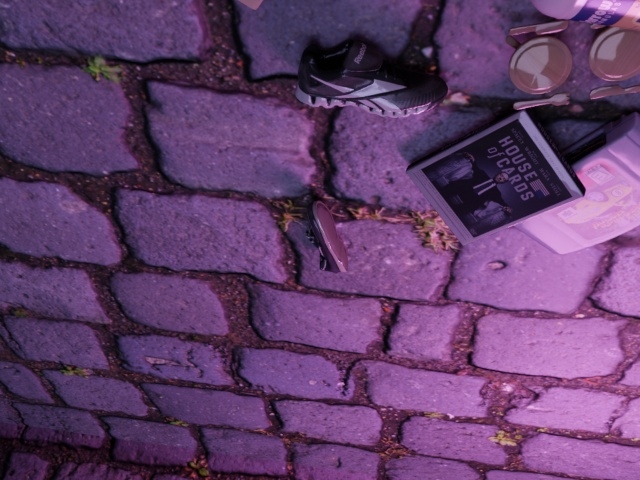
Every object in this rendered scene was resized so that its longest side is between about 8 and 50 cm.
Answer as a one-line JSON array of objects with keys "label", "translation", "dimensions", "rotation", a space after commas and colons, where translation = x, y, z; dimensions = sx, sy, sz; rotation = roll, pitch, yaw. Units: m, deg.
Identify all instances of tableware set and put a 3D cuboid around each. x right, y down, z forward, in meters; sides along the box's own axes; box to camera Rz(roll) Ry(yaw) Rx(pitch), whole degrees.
[{"label": "tableware set", "translation": [0.363, -0.261, 1.023], "dimensions": [0.194, 0.039, 0.128], "rotation": [-6, 128, 11]}]

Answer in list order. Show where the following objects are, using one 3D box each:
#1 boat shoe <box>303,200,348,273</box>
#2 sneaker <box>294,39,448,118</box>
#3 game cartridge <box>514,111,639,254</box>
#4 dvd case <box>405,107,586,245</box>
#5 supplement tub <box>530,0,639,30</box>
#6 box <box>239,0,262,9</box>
[{"label": "boat shoe", "translation": [0.000, 0.000, 1.408], "dimensions": [0.064, 0.075, 0.206], "rotation": [-7, 144, 16]}, {"label": "sneaker", "translation": [0.073, -0.245, 1.076], "dimensions": [0.234, 0.078, 0.106], "rotation": [7, 145, 8]}, {"label": "game cartridge", "translation": [0.461, -0.080, 1.219], "dimensions": [0.196, 0.060, 0.294], "rotation": [27, 140, -26]}, {"label": "dvd case", "translation": [0.285, -0.101, 1.202], "dimensions": [0.238, 0.030, 0.179], "rotation": [-26, 111, 41]}, {"label": "supplement tub", "translation": [0.352, -0.340, 0.767], "dimensions": [0.316, 0.228, 0.228], "rotation": [9, 142, 2]}, {"label": "box", "translation": [-0.036, -0.432, 0.811], "dimensions": [0.121, 0.148, 0.311], "rotation": [27, 140, -22]}]
